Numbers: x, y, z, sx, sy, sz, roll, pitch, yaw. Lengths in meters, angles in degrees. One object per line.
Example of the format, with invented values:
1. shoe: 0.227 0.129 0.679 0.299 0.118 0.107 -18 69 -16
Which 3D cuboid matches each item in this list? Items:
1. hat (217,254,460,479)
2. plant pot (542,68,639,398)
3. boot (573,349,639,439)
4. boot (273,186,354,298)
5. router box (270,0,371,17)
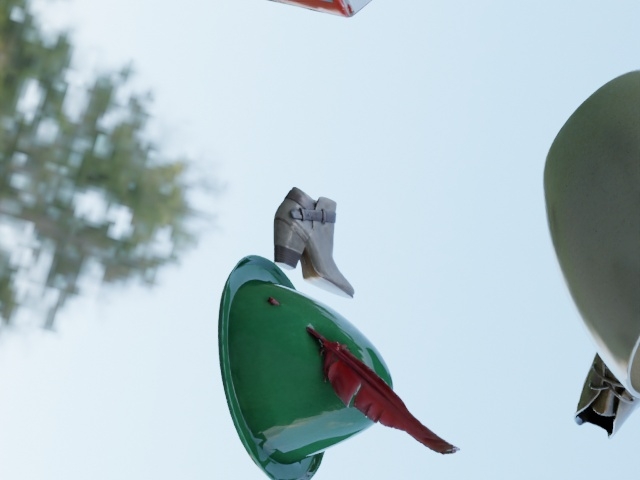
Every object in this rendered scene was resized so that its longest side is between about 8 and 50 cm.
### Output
1. hat: 0.042 0.091 1.270 0.183 0.173 0.209 -15 -115 24
2. plant pot: 0.296 -0.035 1.426 0.191 0.284 0.284 46 -55 27
3. boot: 0.321 0.125 1.743 0.115 0.112 0.305 -59 168 -18
4. boot: 0.000 0.000 1.772 0.042 0.118 0.087 -6 -118 50
5. router box: 0.016 -0.290 1.098 0.335 0.082 0.301 -42 -141 -25
